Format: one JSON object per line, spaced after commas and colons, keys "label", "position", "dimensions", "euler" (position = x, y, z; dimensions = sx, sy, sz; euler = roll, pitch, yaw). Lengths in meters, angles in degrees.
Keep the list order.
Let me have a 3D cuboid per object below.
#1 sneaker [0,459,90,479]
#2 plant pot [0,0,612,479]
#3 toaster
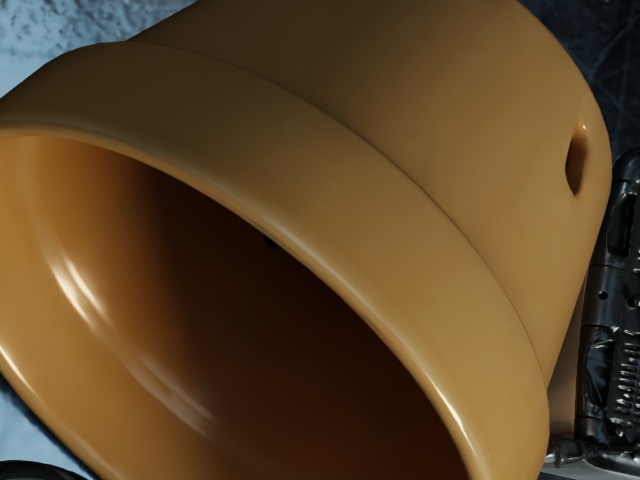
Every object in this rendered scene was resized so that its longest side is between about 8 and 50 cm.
{"label": "sneaker", "position": [-0.093, 0.161, 0.826], "dimensions": [0.188, 0.078, 0.067], "euler": [32, 75, -5]}
{"label": "plant pot", "position": [0.000, 0.000, 0.790], "dimensions": [0.291, 0.291, 0.203], "euler": [42, 57, -3]}
{"label": "toaster", "position": [0.192, 0.052, 0.896], "dimensions": [0.185, 0.110, 0.168], "euler": [12, 77, -11]}
